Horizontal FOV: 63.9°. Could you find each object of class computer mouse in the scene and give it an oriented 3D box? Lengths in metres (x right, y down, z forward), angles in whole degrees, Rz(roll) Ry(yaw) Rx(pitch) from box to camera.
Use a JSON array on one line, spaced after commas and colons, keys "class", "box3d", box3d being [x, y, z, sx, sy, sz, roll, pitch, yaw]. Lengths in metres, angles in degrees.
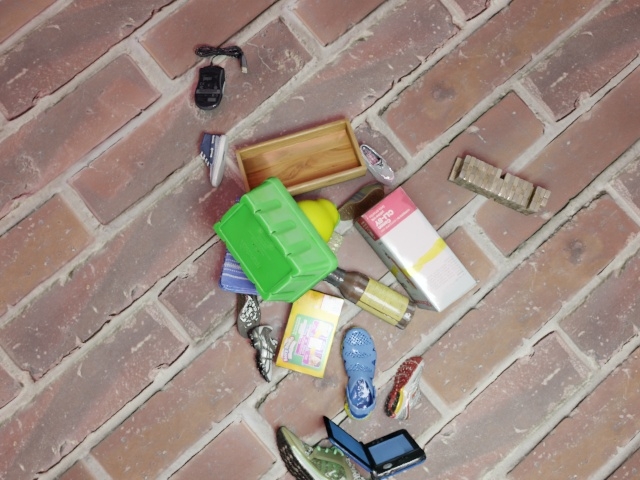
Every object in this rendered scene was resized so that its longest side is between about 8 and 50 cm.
[{"class": "computer mouse", "box3d": [-0.347, -0.568, 1.813, 0.184, 0.060, 0.262, -4, 74, 1]}]

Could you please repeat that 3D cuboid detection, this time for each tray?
[{"class": "tray", "box3d": [-0.068, -0.267, 1.776, 0.411, 0.076, 0.202, -17, 74, -4]}]

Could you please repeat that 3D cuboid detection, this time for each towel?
[{"class": "towel", "box3d": [-0.197, 0.023, 1.737, 0.243, 0.040, 0.335, 9, 71, -6]}, {"class": "towel", "box3d": [0.000, 0.000, 1.796, 0.148, 0.027, 0.110, 25, 83, 0]}]

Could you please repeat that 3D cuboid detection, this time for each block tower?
[{"class": "block tower", "box3d": [0.628, -0.193, 1.815, 0.336, 0.097, 0.091, 23, 83, 0]}]

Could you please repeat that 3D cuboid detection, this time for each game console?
[{"class": "game console", "box3d": [0.160, 0.618, 1.619, 0.250, 0.293, 0.173, -21, 87, -5]}]

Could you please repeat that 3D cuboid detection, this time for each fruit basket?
[{"class": "fruit basket", "box3d": [-0.102, -0.015, 1.660, 0.283, 0.392, 0.392, -41, 88, 26]}]

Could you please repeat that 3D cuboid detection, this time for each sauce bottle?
[{"class": "sauce bottle", "box3d": [0.155, 0.177, 1.747, 0.344, 0.111, 0.111, 30, 84, -1]}]

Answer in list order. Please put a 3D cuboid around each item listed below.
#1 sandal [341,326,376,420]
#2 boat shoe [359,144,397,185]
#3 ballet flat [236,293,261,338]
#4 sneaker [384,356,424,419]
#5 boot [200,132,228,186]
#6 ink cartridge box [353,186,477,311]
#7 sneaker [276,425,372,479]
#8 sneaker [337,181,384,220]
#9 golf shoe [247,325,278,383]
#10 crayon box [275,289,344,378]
[{"class": "sandal", "box3d": [0.136, 0.449, 1.712, 0.126, 0.138, 0.317, -5, 84, -2]}, {"class": "boat shoe", "box3d": [0.203, -0.269, 1.812, 0.066, 0.063, 0.184, -38, 88, -6]}, {"class": "ballet flat", "box3d": [-0.253, 0.208, 1.756, 0.084, 0.058, 0.249, -5, 91, -20]}, {"class": "sneaker", "box3d": [0.300, 0.503, 1.752, 0.093, 0.088, 0.225, 27, 84, -21]}, {"class": "boot", "box3d": [-0.379, -0.281, 1.786, 0.086, 0.069, 0.190, 8, 77, 5]}, {"class": "ink cartridge box", "box3d": [0.296, 0.037, 1.682, 0.160, 0.279, 0.384, -38, 88, -5]}, {"class": "sneaker", "box3d": [0.027, 0.744, 1.705, 0.410, 0.158, 0.182, 43, 53, 3]}, {"class": "sneaker", "box3d": [0.142, -0.140, 1.799, 0.192, 0.086, 0.064, -31, 114, 22]}, {"class": "golf shoe", "box3d": [-0.177, 0.381, 1.728, 0.094, 0.077, 0.198, -17, 103, -26]}, {"class": "crayon box", "box3d": [-0.036, 0.307, 1.740, 0.165, 0.081, 0.278, 16, 85, -1]}]
